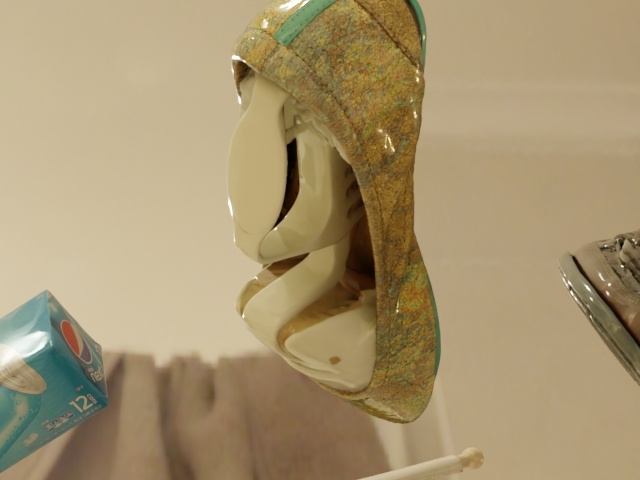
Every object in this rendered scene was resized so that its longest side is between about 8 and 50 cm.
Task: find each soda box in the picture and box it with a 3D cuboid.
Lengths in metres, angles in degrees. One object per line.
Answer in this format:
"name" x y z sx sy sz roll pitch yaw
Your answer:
"soda box" -0.251 0.126 1.261 0.210 0.071 0.067 -33 -57 10

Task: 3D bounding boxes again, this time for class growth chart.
"growth chart" -0.007 0.194 1.336 0.237 0.172 0.021 -25 -103 48

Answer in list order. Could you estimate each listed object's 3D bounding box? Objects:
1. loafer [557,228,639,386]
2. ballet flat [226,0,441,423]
"loafer" 0.201 0.026 1.136 0.084 0.267 0.096 -36 -88 6
"ballet flat" 0.000 0.000 1.063 0.123 0.123 0.348 -4 -47 -1
